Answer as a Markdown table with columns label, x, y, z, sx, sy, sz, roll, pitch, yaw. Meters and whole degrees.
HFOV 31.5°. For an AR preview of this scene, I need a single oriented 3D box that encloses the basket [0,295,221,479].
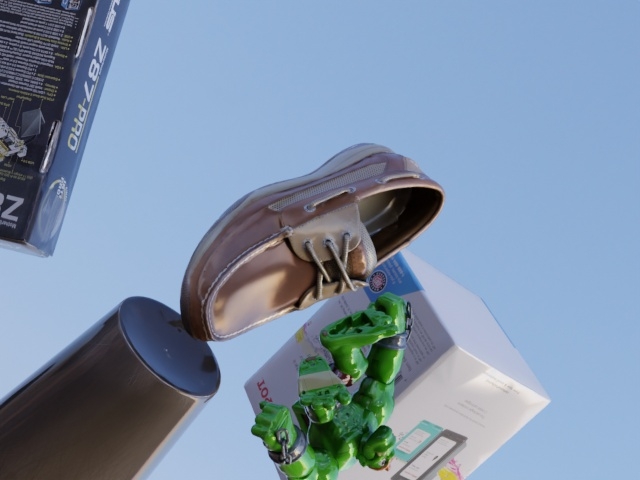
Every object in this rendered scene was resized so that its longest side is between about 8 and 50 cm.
| label | x | y | z | sx | sy | sz | roll | pitch | yaw |
| --- | --- | --- | --- | --- | --- | --- | --- | --- | --- |
| basket | -0.219 | 0.174 | 1.123 | 0.204 | 0.227 | 0.154 | 25 | 27 | -43 |

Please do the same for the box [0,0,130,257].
| label | x | y | z | sx | sy | sz | roll | pitch | yaw |
| --- | --- | --- | --- | --- | --- | --- | --- | --- | --- |
| box | -0.419 | -0.182 | 1.145 | 0.395 | 0.318 | 0.097 | 13 | -12 | 7 |

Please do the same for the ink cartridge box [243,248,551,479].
| label | x | y | z | sx | sy | sz | roll | pitch | yaw |
| --- | --- | --- | --- | --- | --- | --- | --- | --- | --- |
| ink cartridge box | 0.084 | 0.183 | 1.358 | 0.197 | 0.270 | 0.198 | 31 | 20 | -39 |

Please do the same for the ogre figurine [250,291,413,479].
| label | x | y | z | sx | sy | sz | roll | pitch | yaw |
| --- | --- | --- | --- | --- | --- | --- | --- | --- | --- |
| ogre figurine | 0.017 | 0.137 | 0.951 | 0.097 | 0.197 | 0.118 | 4 | -55 | 15 |

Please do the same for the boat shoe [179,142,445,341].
| label | x | y | z | sx | sy | sz | roll | pitch | yaw |
| --- | --- | --- | --- | --- | --- | --- | --- | --- | --- |
| boat shoe | 0.000 | 0.000 | 1.126 | 0.116 | 0.324 | 0.123 | 22 | -44 | 39 |
